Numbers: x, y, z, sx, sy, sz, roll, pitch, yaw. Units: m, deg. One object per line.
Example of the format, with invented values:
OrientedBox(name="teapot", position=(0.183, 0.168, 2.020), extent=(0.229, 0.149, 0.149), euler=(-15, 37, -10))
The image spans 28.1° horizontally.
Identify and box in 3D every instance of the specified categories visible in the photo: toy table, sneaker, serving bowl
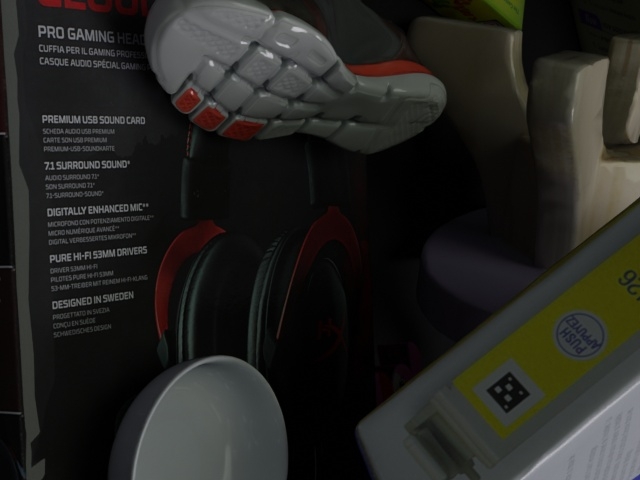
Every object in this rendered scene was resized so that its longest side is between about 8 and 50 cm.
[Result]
OrientedBox(name="toy table", position=(0.165, -0.041, 0.786), extent=(0.274, 0.252, 0.160), euler=(-49, 147, -70))
OrientedBox(name="sneaker", position=(-0.014, -0.077, 0.493), extent=(0.158, 0.061, 0.064), euler=(14, 50, -54))
OrientedBox(name="serving bowl", position=(-0.047, 0.082, 0.452), extent=(0.083, 0.027, 0.083), euler=(1, 88, -54))

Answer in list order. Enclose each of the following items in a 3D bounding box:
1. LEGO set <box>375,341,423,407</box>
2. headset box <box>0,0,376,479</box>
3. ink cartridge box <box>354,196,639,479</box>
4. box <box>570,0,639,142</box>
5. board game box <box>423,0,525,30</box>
OrientedBox(name="LEGO set", position=(0.000, 0.000, 0.670), extent=(0.093, 0.087, 0.227), euler=(-10, 91, -58))
OrientedBox(name="headset box", position=(-0.080, -0.003, 0.527), extent=(0.218, 0.110, 0.293), euler=(-5, 93, -55))
OrientedBox(name="ink cartridge box", position=(0.100, 0.108, 0.589), extent=(0.307, 0.072, 0.303), euler=(-35, 155, -10))
OrientedBox(name="box", position=(0.278, -0.185, 0.939), extent=(0.117, 0.213, 0.243), euler=(-22, 113, -7))
OrientedBox(name="board game box", position=(0.106, -0.239, 0.857), extent=(0.092, 0.043, 0.181), euler=(24, 70, -53))
